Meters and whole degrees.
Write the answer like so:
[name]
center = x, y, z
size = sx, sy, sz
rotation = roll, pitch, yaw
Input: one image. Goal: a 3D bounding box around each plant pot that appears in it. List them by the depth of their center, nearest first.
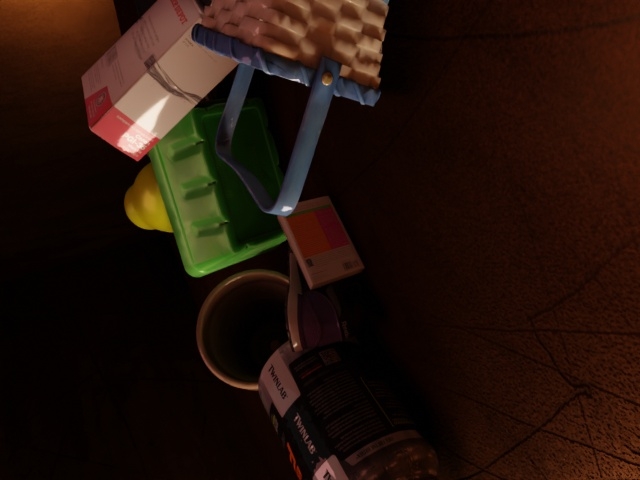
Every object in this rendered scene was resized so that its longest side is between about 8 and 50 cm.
[plant pot]
center = -0.127, 0.223, 1.256
size = 0.229, 0.263, 0.263
rotation = 76, 168, -67

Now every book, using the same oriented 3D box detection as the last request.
[book]
center = 0.000, 0.000, 0.904
size = 0.144, 0.096, 0.035
rotation = 65, 158, 21

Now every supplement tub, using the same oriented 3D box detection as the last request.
[supplement tub]
center = 0.049, 0.323, 0.891
size = 0.338, 0.207, 0.207
rotation = 52, 152, 43

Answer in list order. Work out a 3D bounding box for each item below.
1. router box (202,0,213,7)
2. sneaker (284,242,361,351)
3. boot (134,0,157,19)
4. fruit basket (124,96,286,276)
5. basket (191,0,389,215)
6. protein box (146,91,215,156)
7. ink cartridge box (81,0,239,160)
[router box]
center = -0.150, -0.525, 0.865
size = 0.301, 0.082, 0.335
rotation = 59, 156, 33
[sneaker]
center = 0.009, 0.083, 0.965
size = 0.283, 0.124, 0.107
rotation = -93, -7, -55
[boot]
center = -0.450, -0.701, 1.398
size = 0.367, 0.146, 0.445
rotation = 125, 128, -78
[fruit basket]
center = -0.260, -0.115, 1.205
size = 0.392, 0.283, 0.392
rotation = 29, 128, 43
[basket]
center = -0.046, -0.200, 0.651
size = 0.255, 0.201, 0.289
rotation = 47, 118, 50
[protein box]
center = -0.352, -0.302, 1.340
size = 0.200, 0.201, 0.136
rotation = 74, 172, -74
[ink cartridge box]
center = -0.302, -0.321, 1.021
size = 0.117, 0.283, 0.207
rotation = 39, -163, -45
